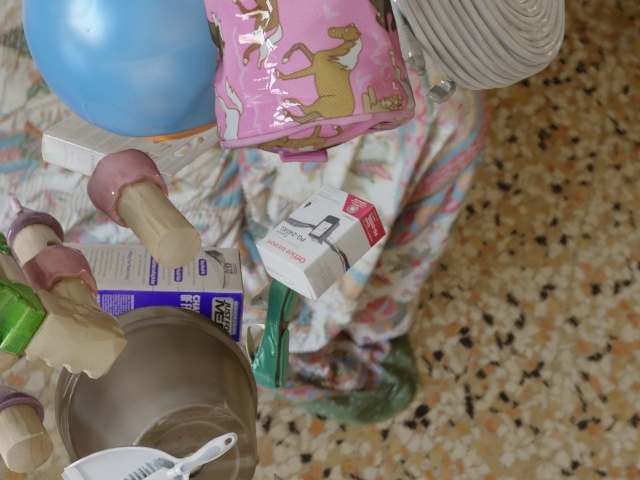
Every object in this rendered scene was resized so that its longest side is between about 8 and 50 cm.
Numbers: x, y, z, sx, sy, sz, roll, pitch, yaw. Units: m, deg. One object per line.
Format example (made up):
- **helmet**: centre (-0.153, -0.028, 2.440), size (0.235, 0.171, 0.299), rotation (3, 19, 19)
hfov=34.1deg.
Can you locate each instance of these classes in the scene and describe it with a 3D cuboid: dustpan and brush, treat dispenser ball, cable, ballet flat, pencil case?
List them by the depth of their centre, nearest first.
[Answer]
- **pencil case**: centre (-0.034, -0.250, 0.777), size (0.167, 0.160, 0.385), rotation (-14, 94, -67)
- **cable**: centre (0.149, -0.275, 1.014), size (0.257, 0.089, 0.257), rotation (-25, 98, -53)
- **treat dispenser ball**: centre (-0.186, -0.255, 1.175), size (0.288, 0.288, 0.288), rotation (10, 58, -17)
- **dustpan and brush**: centre (-0.198, 0.296, 1.309), size (0.211, 0.060, 0.147), rotation (-32, 101, -8)
- **ballet flat**: centre (-0.090, 0.145, 1.888), size (0.087, 0.083, 0.247), rotation (9, 91, 11)

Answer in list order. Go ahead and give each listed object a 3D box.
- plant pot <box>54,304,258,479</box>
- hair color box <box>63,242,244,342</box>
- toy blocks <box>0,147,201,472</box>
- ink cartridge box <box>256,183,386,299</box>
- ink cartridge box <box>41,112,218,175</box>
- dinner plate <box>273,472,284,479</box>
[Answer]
- **plant pot**: centre (-0.223, 0.289, 1.585), size (0.323, 0.280, 0.323), rotation (-5, 104, -20)
- **hair color box**: centre (-0.307, 0.089, 1.811), size (0.339, 0.110, 0.185), rotation (1, 24, -7)
- **toy blocks**: centre (-0.321, 0.006, 0.870), size (0.289, 0.309, 0.260), rotation (25, 13, -44)
- **ink cartridge box**: centre (0.000, 0.000, 1.497), size (0.150, 0.063, 0.109), rotation (-42, 44, -21)
- **ink cartridge box**: centre (-0.270, -0.145, 1.559), size (0.225, 0.056, 0.181), rotation (21, 36, 17)
- **dinner plate**: centre (-0.020, 0.318, 1.134), size (0.017, 0.141, 0.141), rotation (-21, 69, -3)
